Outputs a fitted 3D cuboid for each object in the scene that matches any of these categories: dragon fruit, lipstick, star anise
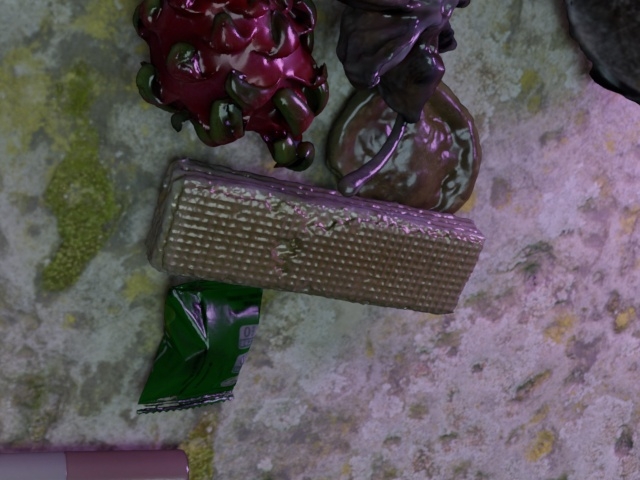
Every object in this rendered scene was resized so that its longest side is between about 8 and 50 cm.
[{"bbox_3d":[-0.078,-0.198,1.024,0.273,0.218,0.198,21,140,-33],"label":"dragon fruit"},{"bbox_3d":[-0.305,0.311,1.208,0.255,0.070,0.070,5,110,-24],"label":"lipstick"},{"bbox_3d":[0.080,-0.270,1.052,0.359,0.139,0.315,-52,139,-23],"label":"star anise"}]

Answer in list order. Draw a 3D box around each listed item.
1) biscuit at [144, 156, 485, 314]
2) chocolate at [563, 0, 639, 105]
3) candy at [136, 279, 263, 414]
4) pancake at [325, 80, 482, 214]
[{"bbox_3d":[0.000,0.000,1.174,0.426,0.078,0.144,9,118,-22],"label":"biscuit"},{"bbox_3d":[0.487,-0.332,1.168,0.213,0.303,0.303,-47,124,-29],"label":"chocolate"},{"bbox_3d":[-0.153,0.138,1.196,0.141,0.078,0.203,6,114,-24],"label":"candy"},{"bbox_3d":[0.115,-0.110,1.218,0.223,0.042,0.236,-15,116,-14],"label":"pancake"}]
